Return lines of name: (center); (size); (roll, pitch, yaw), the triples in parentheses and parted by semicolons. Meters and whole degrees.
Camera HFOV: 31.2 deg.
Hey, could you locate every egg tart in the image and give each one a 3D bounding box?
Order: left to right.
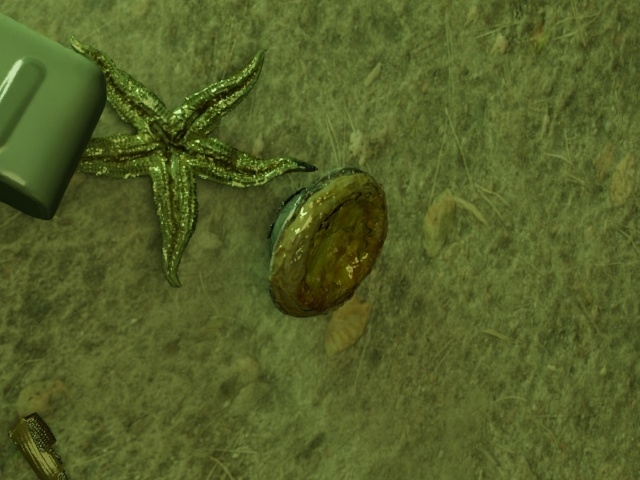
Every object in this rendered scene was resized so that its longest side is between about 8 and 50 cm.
egg tart: (0.000, 0.000, 1.600); (0.234, 0.094, 0.234); (-33, 138, -36)

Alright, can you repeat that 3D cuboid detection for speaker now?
speaker: (-0.472, -0.201, 1.400); (0.406, 0.183, 0.184); (27, 76, -5)

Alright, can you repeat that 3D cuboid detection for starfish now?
starfish: (-0.204, -0.146, 1.567); (0.347, 0.078, 0.358); (-36, 93, -11)

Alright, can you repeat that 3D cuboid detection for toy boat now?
toy boat: (-0.358, 0.297, 1.525); (0.049, 0.047, 0.149); (-36, 100, -16)
